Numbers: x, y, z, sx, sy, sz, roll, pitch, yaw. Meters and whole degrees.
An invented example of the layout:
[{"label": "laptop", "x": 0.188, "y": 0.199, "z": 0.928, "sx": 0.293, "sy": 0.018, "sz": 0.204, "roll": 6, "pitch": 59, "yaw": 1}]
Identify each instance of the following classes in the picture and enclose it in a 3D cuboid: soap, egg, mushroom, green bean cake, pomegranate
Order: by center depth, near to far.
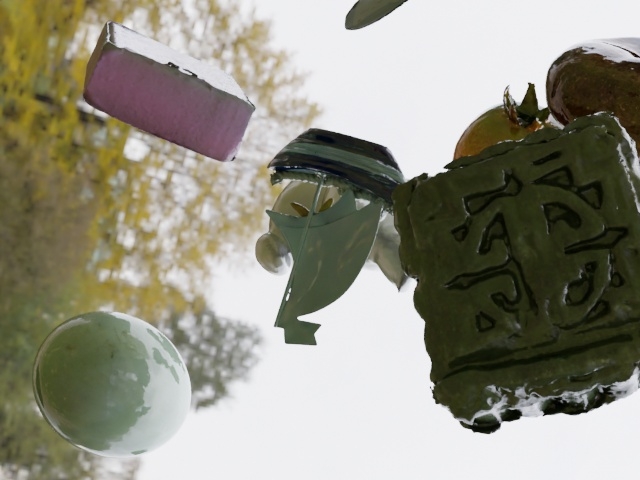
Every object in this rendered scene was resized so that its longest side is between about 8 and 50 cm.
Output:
[{"label": "green bean cake", "x": 0.204, "y": 0.035, "z": 1.128, "sx": 0.132, "sy": 0.241, "sz": 0.255, "roll": 51, "pitch": 26, "yaw": -70}, {"label": "egg", "x": -0.219, "y": 0.154, "z": 1.286, "sx": 0.149, "sy": 0.192, "sz": 0.149, "roll": -20, "pitch": -129, "yaw": 26}, {"label": "soap", "x": -0.183, "y": -0.179, "z": 1.419, "sx": 0.081, "sy": 0.181, "sz": 0.259, "roll": -65, "pitch": -164, "yaw": 9}, {"label": "mushroom", "x": 0.396, "y": -0.150, "z": 1.533, "sx": 0.254, "sy": 0.267, "sz": 0.267, "roll": -63, "pitch": -159, "yaw": 1}, {"label": "pomegranate", "x": 0.325, "y": -0.139, "z": 2.010, "sx": 0.221, "sy": 0.221, "sz": 0.256, "roll": -106, "pitch": -166, "yaw": -53}]

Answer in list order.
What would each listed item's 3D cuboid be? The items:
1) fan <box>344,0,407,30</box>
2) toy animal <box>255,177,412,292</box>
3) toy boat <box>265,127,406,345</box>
[{"label": "fan", "x": 0.076, "y": -0.262, "z": 1.218, "sx": 0.113, "sy": 0.005, "sz": 0.175, "roll": -25, "pitch": -154, "yaw": 30}, {"label": "toy animal", "x": 0.047, "y": -0.021, "z": 1.915, "sx": 0.241, "sy": 0.196, "sz": 0.367, "roll": -34, "pitch": -165, "yaw": -22}, {"label": "toy boat", "x": 0.000, "y": 0.000, "z": 1.618, "sx": 0.067, "sy": 0.220, "sz": 0.291, "roll": 29, "pitch": 78, "yaw": -65}]
